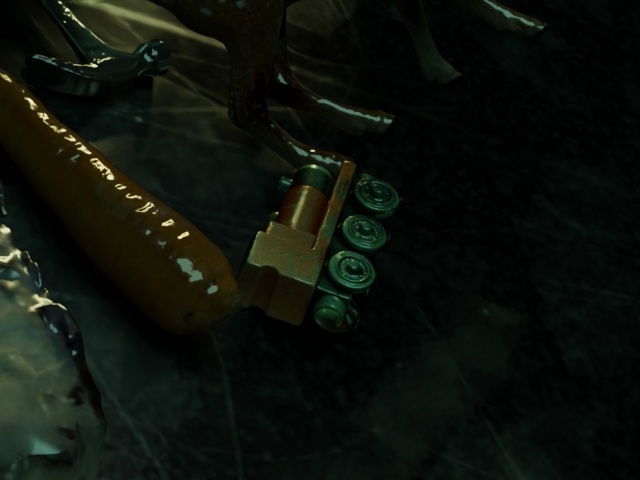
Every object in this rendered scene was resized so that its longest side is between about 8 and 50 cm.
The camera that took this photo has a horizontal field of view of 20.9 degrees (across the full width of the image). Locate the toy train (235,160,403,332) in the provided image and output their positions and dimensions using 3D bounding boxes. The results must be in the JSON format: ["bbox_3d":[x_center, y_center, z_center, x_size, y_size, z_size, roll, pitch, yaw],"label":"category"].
[{"bbox_3d":[0.000,0.000,0.861,0.064,0.044,0.103,19,44,1],"label":"toy train"}]

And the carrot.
[{"bbox_3d":[-0.118,-0.031,0.824,0.216,0.048,0.048,43,44,19],"label":"carrot"}]

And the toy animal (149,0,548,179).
[{"bbox_3d":[0.007,-0.190,0.921,0.243,0.087,0.260,-37,98,-19],"label":"toy animal"}]

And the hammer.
[{"bbox_3d":[-0.166,-0.150,0.914,0.078,0.021,0.201,-25,66,-41],"label":"hammer"}]

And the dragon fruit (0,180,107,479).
[{"bbox_3d":[-0.225,0.037,0.572,0.204,0.221,0.283,-8,53,-32],"label":"dragon fruit"}]
